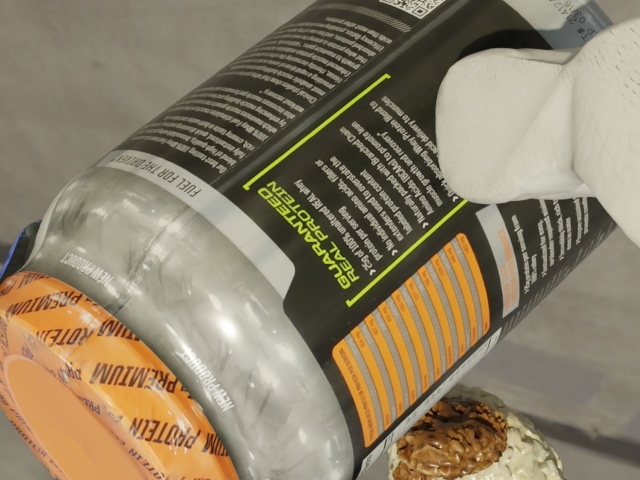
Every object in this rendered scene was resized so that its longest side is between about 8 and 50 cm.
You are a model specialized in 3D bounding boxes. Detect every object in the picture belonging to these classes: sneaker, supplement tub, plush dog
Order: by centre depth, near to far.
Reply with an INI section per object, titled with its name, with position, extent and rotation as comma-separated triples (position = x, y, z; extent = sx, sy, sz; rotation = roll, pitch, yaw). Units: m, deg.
[sneaker]
position = 0.128, -0.039, 0.498
extent = 0.094, 0.080, 0.212
rotation = -3, -169, -24
[supplement tub]
position = 0.000, 0.000, 0.714
extent = 0.193, 0.316, 0.193
rotation = 36, 149, 26
[plush dog]
position = 0.120, 0.193, 0.916
extent = 0.225, 0.211, 0.262
rotation = 60, 167, 18

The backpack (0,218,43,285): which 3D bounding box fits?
[backpack]
position = -0.202, 0.046, 1.109
extent = 0.098, 0.120, 0.101
rotation = 19, 167, -7
